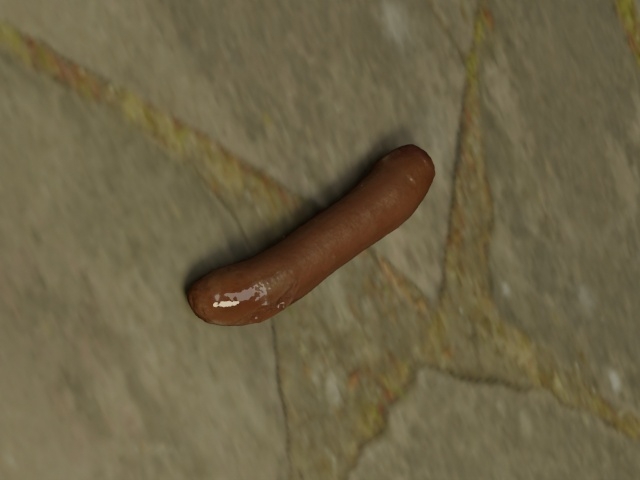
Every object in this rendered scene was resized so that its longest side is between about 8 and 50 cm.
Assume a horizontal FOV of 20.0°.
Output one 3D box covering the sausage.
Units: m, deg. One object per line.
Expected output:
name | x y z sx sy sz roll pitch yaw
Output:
sausage | 0.000 0.000 1.075 0.186 0.043 0.043 -35 110 -31
